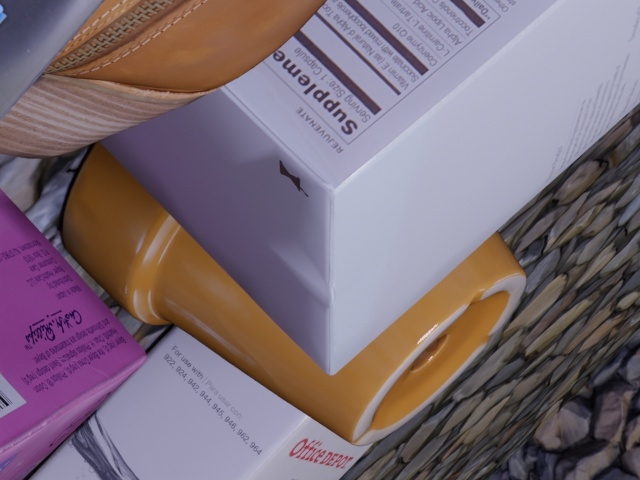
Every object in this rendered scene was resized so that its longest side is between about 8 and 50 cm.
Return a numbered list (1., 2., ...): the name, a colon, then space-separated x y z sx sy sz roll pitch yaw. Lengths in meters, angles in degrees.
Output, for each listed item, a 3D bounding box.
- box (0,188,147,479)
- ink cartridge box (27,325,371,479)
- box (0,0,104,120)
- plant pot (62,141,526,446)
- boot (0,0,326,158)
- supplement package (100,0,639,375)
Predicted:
1. box: -0.220 0.103 0.747 0.243 0.117 0.213 -43 177 16
2. ink cartridge box: -0.108 0.184 1.297 0.273 0.115 0.198 -46 163 4
3. box: -0.058 -0.207 0.323 0.307 0.242 0.076 -47 -160 8
4. plant pot: 0.000 0.000 1.001 0.205 0.188 0.205 -40 162 -16
5. boot: -0.094 -0.100 0.510 0.220 0.109 0.283 -28 152 37
6. supplement package: 0.034 -0.124 0.779 0.262 0.198 0.199 -41 163 -15
